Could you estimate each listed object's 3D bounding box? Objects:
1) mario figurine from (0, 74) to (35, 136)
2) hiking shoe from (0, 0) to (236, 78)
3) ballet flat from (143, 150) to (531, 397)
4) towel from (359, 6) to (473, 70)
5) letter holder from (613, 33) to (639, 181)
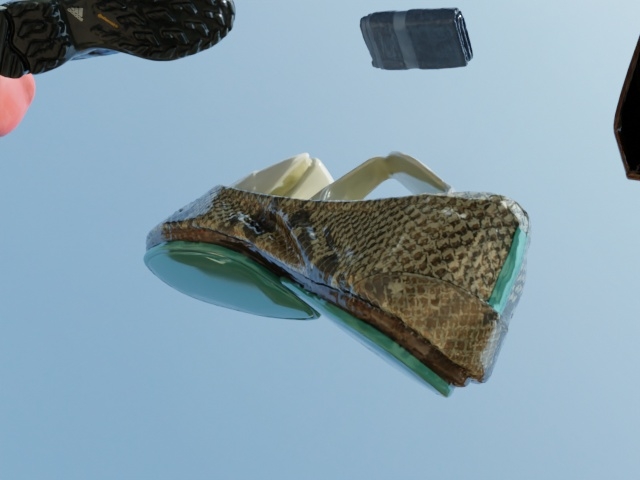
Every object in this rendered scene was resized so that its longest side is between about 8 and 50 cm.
[{"bbox_3d":[-0.553,-0.252,1.099,0.170,0.198,0.320,-53,-123,19],"label":"mario figurine"},{"bbox_3d":[-0.259,-0.279,0.921,0.303,0.132,0.113,-10,-61,-13],"label":"hiking shoe"},{"bbox_3d":[0.000,0.000,0.688,0.164,0.482,0.182,40,-107,-30],"label":"ballet flat"},{"bbox_3d":[0.100,-0.212,0.790,0.119,0.029,0.067,10,-43,38],"label":"towel"},{"bbox_3d":[0.408,-0.228,0.748,0.152,0.214,0.302,15,-106,37],"label":"letter holder"}]
